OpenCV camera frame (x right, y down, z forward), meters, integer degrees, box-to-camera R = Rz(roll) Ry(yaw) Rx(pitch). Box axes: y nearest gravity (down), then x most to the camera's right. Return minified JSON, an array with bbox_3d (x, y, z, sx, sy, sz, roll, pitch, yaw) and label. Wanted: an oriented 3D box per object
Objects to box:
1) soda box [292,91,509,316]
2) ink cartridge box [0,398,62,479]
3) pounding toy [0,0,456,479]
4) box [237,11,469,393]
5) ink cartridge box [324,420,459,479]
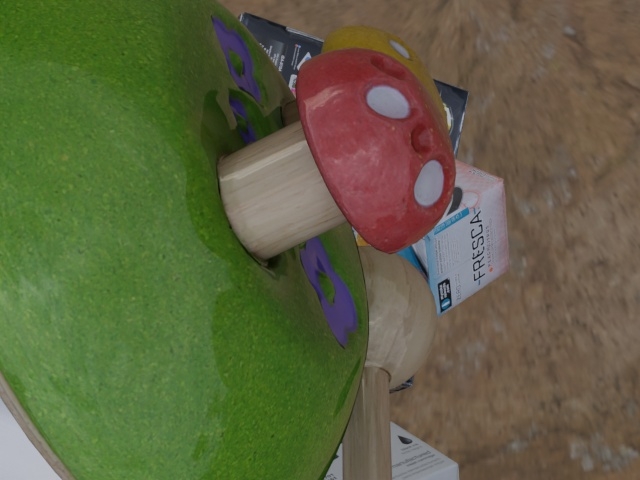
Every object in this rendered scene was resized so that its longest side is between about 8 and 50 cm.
[{"bbox_3d":[0.016,-0.025,0.816,0.063,0.183,0.058,-31,128,-30],"label":"soda box"},{"bbox_3d":[-0.140,0.135,0.744,0.181,0.056,0.225,27,70,-12],"label":"ink cartridge box"},{"bbox_3d":[0.000,0.000,0.422,0.110,0.183,0.237,-23,131,17],"label":"pounding toy"},{"bbox_3d":[-0.004,-0.024,1.015,0.175,0.051,0.220,17,74,-17],"label":"box"},{"bbox_3d":[0.025,0.253,1.588,0.153,0.208,0.087,-18,117,-31],"label":"ink cartridge box"}]
